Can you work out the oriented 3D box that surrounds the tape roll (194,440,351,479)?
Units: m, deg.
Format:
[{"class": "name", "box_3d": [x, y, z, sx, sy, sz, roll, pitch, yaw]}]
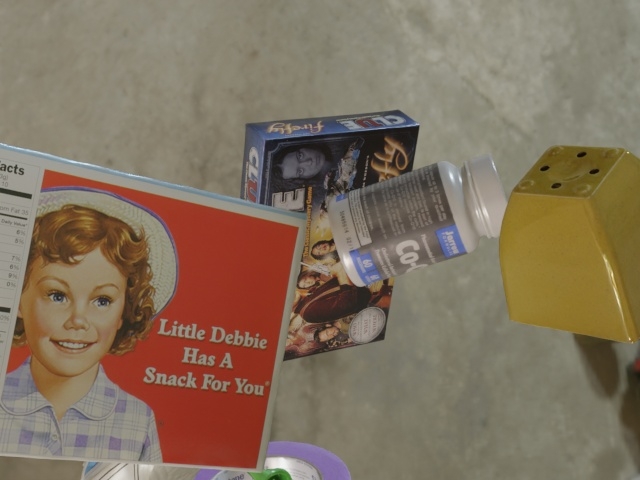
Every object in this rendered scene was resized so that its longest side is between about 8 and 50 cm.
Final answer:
[{"class": "tape roll", "box_3d": [-0.084, 0.423, 1.585, 0.275, 0.274, 0.090, -26, 117, -44]}]

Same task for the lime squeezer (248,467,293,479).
[{"class": "lime squeezer", "box_3d": [-0.071, 0.305, 1.317, 0.059, 0.310, 0.110, -29, 70, -7]}]

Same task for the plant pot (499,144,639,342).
[{"class": "plant pot", "box_3d": [0.146, -0.006, 0.560, 0.081, 0.081, 0.083, -46, 126, -32]}]

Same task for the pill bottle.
[{"class": "pill bottle", "box_3d": [0.082, -0.018, 0.817, 0.078, 0.137, 0.078, -18, 90, -79]}]

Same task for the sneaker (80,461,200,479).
[{"class": "sneaker", "box_3d": [-0.147, 0.186, 0.758, 0.085, 0.237, 0.086, 5, 36, -46]}]

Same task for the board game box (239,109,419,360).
[{"class": "board game box", "box_3d": [0.000, 0.000, 0.982, 0.165, 0.042, 0.243, -9, 121, -27]}]

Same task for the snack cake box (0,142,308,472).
[{"class": "snack cake box", "box_3d": [-0.147, 0.033, 0.536, 0.264, 0.089, 0.152, 13, 83, -33]}]
